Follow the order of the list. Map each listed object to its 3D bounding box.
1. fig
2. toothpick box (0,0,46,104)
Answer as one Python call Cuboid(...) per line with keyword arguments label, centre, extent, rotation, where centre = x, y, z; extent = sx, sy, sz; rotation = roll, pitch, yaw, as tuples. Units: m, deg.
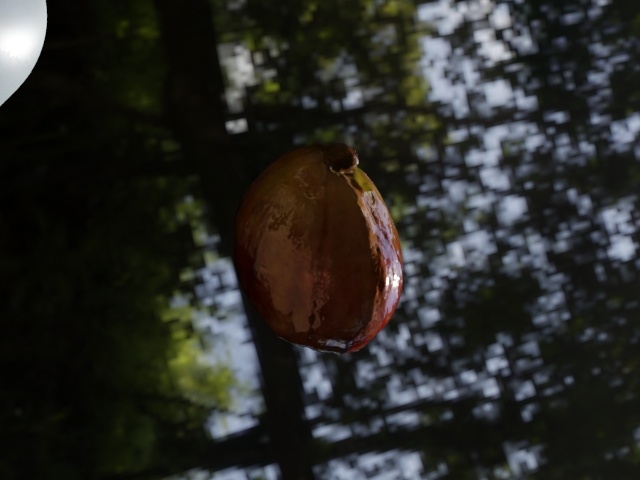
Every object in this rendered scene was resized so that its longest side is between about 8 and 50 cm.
Cuboid(label="fig", centre=(-0.005, 0.011, 2.261), extent=(0.224, 0.224, 0.263), rotation=(6, -58, 56))
Cuboid(label="toothpick box", centre=(-0.340, -0.128, 1.188), extent=(0.355, 0.263, 0.263), rotation=(-39, -115, 20))
